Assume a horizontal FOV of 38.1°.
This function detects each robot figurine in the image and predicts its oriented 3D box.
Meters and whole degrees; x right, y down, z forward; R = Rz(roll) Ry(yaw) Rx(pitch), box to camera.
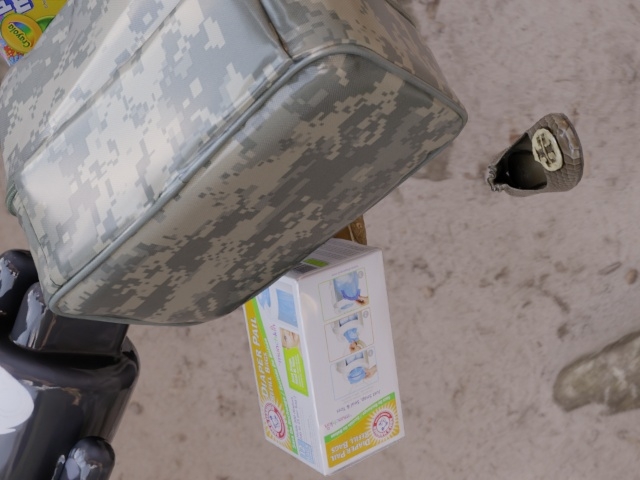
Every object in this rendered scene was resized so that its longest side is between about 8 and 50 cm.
[{"bbox_3d":[-0.258,0.149,0.797,0.173,0.209,0.278,22,102,-9],"label":"robot figurine"}]

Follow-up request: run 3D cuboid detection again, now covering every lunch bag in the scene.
[{"bbox_3d":[-0.082,-0.118,0.666,0.305,0.212,0.256,-39,65,25],"label":"lunch bag"}]

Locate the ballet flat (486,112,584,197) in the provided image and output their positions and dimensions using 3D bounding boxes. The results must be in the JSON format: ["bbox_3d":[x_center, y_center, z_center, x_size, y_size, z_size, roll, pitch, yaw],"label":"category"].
[{"bbox_3d":[0.237,-0.088,1.053,0.058,0.250,0.084,-14,89,-4],"label":"ballet flat"}]

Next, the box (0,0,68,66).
[{"bbox_3d":[-0.239,-0.364,0.854,0.279,0.290,0.177,-30,66,-15],"label":"box"}]

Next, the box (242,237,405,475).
[{"bbox_3d":[0.001,0.109,0.916,0.114,0.103,0.203,14,117,54],"label":"box"}]

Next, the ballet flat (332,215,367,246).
[{"bbox_3d":[0.000,0.000,1.229,0.116,0.124,0.342,-7,114,21],"label":"ballet flat"}]
